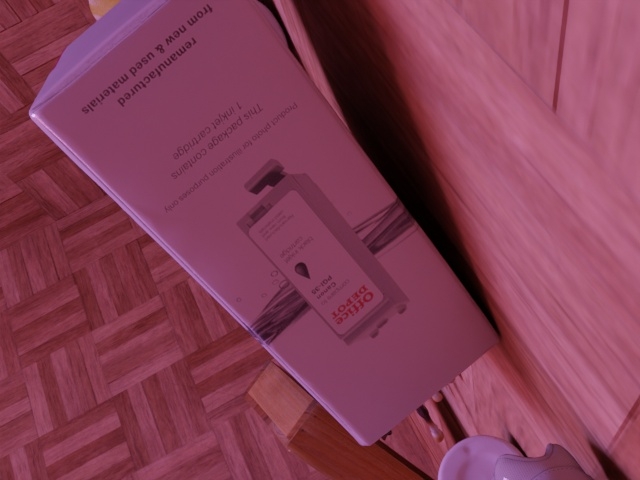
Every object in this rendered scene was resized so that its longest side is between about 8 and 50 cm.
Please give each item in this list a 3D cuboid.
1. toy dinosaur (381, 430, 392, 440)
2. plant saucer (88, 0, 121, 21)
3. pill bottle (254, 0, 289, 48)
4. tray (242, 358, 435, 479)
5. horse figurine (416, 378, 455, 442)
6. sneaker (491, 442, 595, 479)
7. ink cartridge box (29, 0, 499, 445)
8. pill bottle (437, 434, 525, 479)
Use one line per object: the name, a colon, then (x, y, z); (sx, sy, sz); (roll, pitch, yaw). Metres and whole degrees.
toy dinosaur: (0.040, 0.171, 1.045); (0.295, 0.127, 0.200); (48, 168, -14)
plant saucer: (-0.251, -0.368, 0.931); (0.333, 0.081, 0.332); (81, 177, -81)
pill bottle: (-0.114, -0.190, 0.691); (0.130, 0.130, 0.245); (63, 178, -24)
tray: (0.086, 0.337, 0.992); (0.411, 0.076, 0.203); (41, 170, -20)
horse figurine: (0.080, 0.107, 0.789); (0.174, 0.066, 0.263); (61, 177, -38)
sneaker: (0.145, 0.199, 0.416); (0.262, 0.099, 0.121); (78, 172, -54)
ink cartridge box: (-0.034, -0.034, 0.453); (0.283, 0.117, 0.207); (50, -178, -28)
pill bottle: (0.150, 0.230, 0.607); (0.078, 0.078, 0.137); (59, 176, 37)
